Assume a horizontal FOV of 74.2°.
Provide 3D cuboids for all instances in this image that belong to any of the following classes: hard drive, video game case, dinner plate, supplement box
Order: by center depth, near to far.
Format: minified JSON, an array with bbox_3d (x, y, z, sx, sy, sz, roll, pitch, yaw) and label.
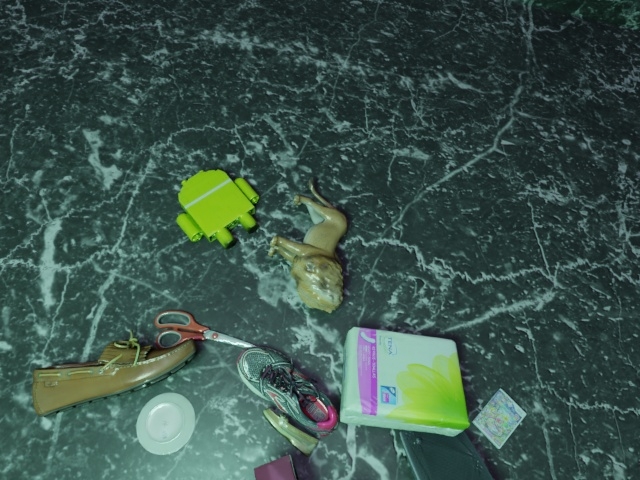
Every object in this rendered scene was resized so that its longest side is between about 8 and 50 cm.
[{"bbox_3d":[-0.083,0.541,0.908,0.080,0.188,0.104,-15,56,-11],"label":"supplement box"},{"bbox_3d":[0.302,0.549,0.977,0.171,0.054,0.255,-10,48,-20],"label":"hard drive"},{"bbox_3d":[-0.379,0.446,1.036,0.141,0.017,0.141,2,66,-3],"label":"dinner plate"},{"bbox_3d":[0.464,0.460,1.098,0.122,0.011,0.087,-39,73,-20],"label":"video game case"}]

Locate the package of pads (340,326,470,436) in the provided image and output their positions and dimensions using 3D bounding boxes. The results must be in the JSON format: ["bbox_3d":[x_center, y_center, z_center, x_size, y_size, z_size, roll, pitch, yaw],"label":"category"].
[{"bbox_3d":[0.202,0.343,1.057,0.296,0.101,0.229,9,46,-2],"label":"package of pads"}]

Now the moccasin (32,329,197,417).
[{"bbox_3d":[-0.495,0.302,1.033,0.379,0.139,0.147,-15,83,-2],"label":"moccasin"}]

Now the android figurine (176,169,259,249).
[{"bbox_3d":[-0.316,-0.106,1.285,0.248,0.056,0.273,-38,73,-20],"label":"android figurine"}]

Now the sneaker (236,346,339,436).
[{"bbox_3d":[-0.076,0.360,1.048,0.299,0.112,0.121,32,66,11],"label":"sneaker"}]

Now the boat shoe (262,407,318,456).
[{"bbox_3d":[-0.075,0.457,1.033,0.153,0.056,0.048,38,66,10],"label":"boat shoe"}]

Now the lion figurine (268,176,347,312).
[{"bbox_3d":[0.000,0.000,1.216,0.240,0.142,0.392,24,60,-1],"label":"lion figurine"}]

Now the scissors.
[{"bbox_3d":[-0.298,0.243,1.136,0.296,0.021,0.109,1,63,-2],"label":"scissors"}]
